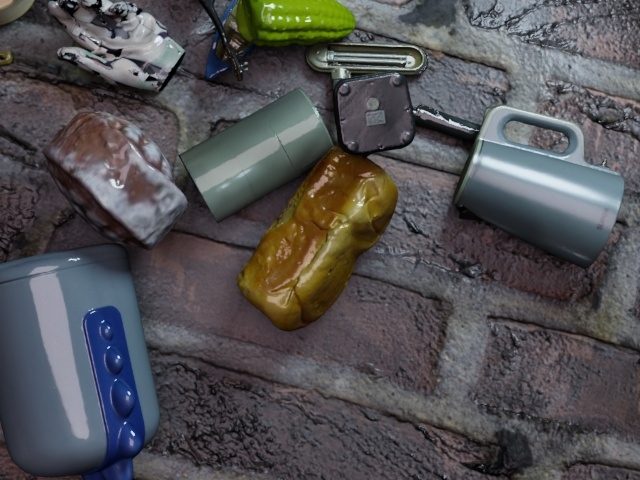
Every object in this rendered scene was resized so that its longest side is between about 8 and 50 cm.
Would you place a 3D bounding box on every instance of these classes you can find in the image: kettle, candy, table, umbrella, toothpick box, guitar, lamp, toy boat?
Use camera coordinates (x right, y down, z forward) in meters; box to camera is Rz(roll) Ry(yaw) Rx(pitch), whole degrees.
[{"bbox_3d":[0.351,-0.096,1.558,0.243,0.160,0.210,22,97,1],"label":"kettle"},{"bbox_3d":[-0.032,-0.353,1.546,0.209,0.097,0.097,-4,88,-33],"label":"candy"},{"bbox_3d":[-0.098,-0.135,1.538,0.220,0.126,0.126,-30,90,-5],"label":"table"},{"bbox_3d":[-0.303,-0.093,1.446,0.214,0.289,0.157,45,80,-22],"label":"candy"},{"bbox_3d":[0.210,-0.194,1.613,0.133,0.031,0.036,18,70,-3],"label":"umbrella"},{"bbox_3d":[-0.362,0.195,1.441,0.263,0.263,0.355,-12,90,-5],"label":"toothpick box"},{"bbox_3d":[-0.174,-0.372,1.544,0.038,0.084,0.271,-27,80,-6],"label":"guitar"},{"bbox_3d":[0.098,-0.229,1.516,0.203,0.283,0.124,-9,116,-6],"label":"lamp"},{"bbox_3d":[-0.119,-0.353,1.585,0.080,0.046,0.229,33,86,-3],"label":"toy boat"}]

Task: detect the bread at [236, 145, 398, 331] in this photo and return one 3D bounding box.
[{"bbox_3d":[0.000,0.000,1.525,0.132,0.167,0.294,38,87,21],"label":"bread"}]

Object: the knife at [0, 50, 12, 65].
[{"bbox_3d":[-0.621,-0.267,1.555,0.256,0.022,0.046,-9,92,-5],"label":"knife"}]

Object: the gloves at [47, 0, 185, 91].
[{"bbox_3d":[-0.329,-0.320,1.540,0.212,0.111,0.127,32,110,-5],"label":"gloves"}]

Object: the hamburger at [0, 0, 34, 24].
[{"bbox_3d":[-0.534,-0.441,1.528,0.173,0.116,0.210,-42,95,3],"label":"hamburger"}]
